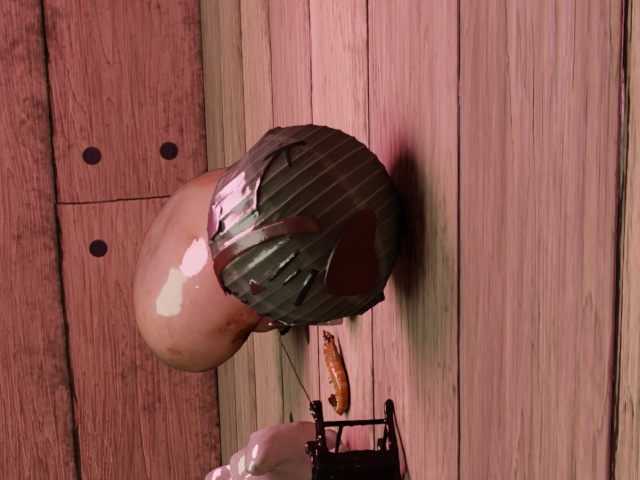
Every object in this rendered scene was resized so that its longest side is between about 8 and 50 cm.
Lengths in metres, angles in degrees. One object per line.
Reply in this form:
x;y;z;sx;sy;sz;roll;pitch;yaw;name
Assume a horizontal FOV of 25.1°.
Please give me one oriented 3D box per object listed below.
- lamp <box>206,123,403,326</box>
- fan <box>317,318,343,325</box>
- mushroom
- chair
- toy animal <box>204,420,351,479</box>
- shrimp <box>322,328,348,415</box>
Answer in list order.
-0.013;-0.013;1.619;0.265;0.233;0.233;136;130;-63;lamp
0.000;0.000;1.989;0.130;0.074;0.244;81;-174;-66;fan
-0.157;0.058;2.460;0.362;0.294;0.362;-52;23;34;mushroom
0.051;0.310;1.716;0.106;0.113;0.229;94;170;-49;chair
-0.023;0.404;2.000;0.272;0.206;0.265;-49;56;49;toy animal
0.019;0.191;2.076;0.091;0.025;0.127;100;160;-60;shrimp
